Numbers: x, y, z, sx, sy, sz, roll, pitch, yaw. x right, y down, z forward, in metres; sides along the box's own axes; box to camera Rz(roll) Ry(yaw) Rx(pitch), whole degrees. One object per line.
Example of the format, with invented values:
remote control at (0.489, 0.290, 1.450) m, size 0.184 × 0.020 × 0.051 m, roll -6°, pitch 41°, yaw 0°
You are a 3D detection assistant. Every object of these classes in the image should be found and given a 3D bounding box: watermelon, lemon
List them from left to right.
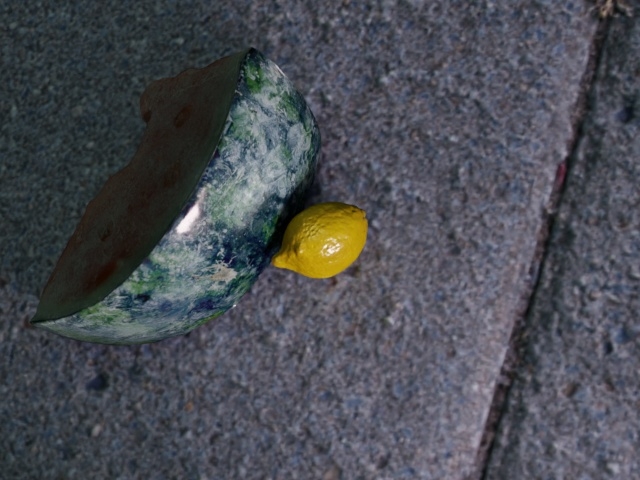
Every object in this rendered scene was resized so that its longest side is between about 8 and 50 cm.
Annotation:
watermelon at (-0.123, -0.029, 1.664) m, size 0.318 × 0.148 × 0.226 m, roll -49°, pitch 38°, yaw 11°
lemon at (0.000, 0.000, 1.610) m, size 0.092 × 0.065 × 0.065 m, roll -30°, pitch 57°, yaw -3°
